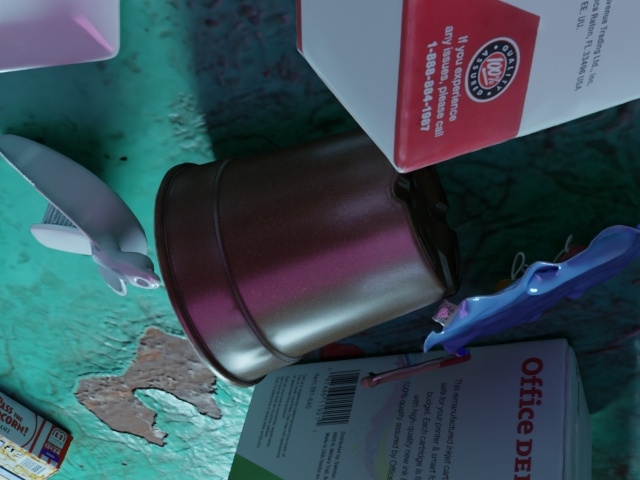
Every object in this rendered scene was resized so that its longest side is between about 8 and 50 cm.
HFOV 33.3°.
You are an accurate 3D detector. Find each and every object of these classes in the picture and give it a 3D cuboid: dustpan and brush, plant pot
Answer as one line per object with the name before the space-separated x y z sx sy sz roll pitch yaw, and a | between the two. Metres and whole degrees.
dustpan and brush | -0.162 -0.003 0.770 0.211 0.060 0.147 9 142 46
plant pot | 0.000 0.000 0.737 0.165 0.167 0.167 -18 126 18

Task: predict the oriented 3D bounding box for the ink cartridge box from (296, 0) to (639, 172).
ink cartridge box | 0.133 -0.170 0.472 0.273 0.114 0.197 -18 136 -18

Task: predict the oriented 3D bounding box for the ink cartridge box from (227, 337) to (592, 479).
ink cartridge box | 0.073 0.199 0.863 0.278 0.201 0.117 -8 130 21

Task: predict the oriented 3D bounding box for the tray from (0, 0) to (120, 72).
tray | -0.257 -0.162 0.650 0.270 0.030 0.145 -11 138 -22

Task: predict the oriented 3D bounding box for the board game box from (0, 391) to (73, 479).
board game box | -0.369 0.217 1.106 0.147 0.045 0.193 38 130 -20

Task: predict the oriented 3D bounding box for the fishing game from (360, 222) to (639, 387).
fishing game | 0.146 0.028 0.739 0.264 0.189 0.041 -38 70 37
